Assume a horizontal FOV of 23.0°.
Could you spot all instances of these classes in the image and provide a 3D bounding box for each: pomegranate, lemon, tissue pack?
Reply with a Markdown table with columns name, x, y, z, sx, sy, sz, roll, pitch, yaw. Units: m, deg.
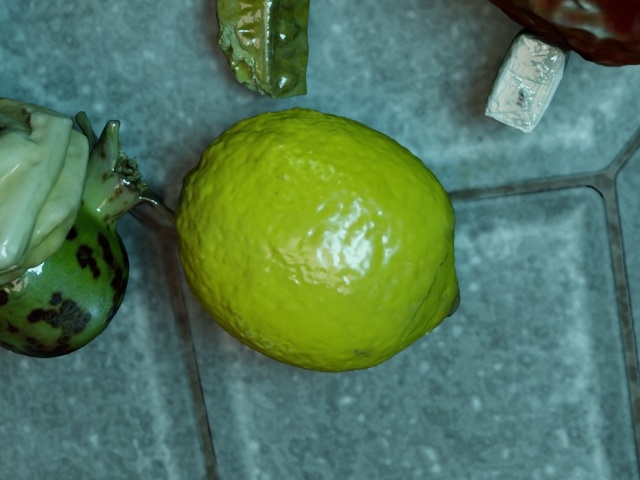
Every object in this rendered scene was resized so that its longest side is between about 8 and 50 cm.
| name | x | y | z | sx | sy | sz | roll | pitch | yaw |
| --- | --- | --- | --- | --- | --- | --- | --- | --- | --- |
| pomegranate | -0.193 | 0.003 | 1.137 | 0.148 | 0.148 | 0.169 | 46 | 71 | -4 |
| lemon | -0.002 | -0.002 | 1.074 | 0.180 | 0.180 | 0.193 | -45 | 74 | 18 |
| tissue pack | 0.141 | -0.111 | 1.061 | 0.042 | 0.083 | 0.062 | 25 | 108 | 4 |

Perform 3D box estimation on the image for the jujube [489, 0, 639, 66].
| name | x | y | z | sx | sy | sz | roll | pitch | yaw |
| --- | --- | --- | --- | --- | --- | --- | --- | --- | --- |
| jujube | 0.180 | -0.214 | 0.947 | 0.212 | 0.232 | 0.213 | 0 | 129 | 0 |

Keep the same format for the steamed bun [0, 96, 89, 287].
| name | x | y | z | sx | sy | sz | roll | pitch | yaw |
| --- | --- | --- | --- | --- | --- | --- | --- | --- | --- |
| steamed bun | -0.331 | -0.092 | 1.088 | 0.428 | 0.247 | 0.189 | 1 | 130 | 38 |

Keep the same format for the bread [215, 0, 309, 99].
| name | x | y | z | sx | sy | sz | roll | pitch | yaw |
| --- | --- | --- | --- | --- | --- | --- | --- | --- | --- |
| bread | -0.040 | -0.156 | 1.097 | 0.066 | 0.060 | 0.110 | -1 | 106 | -5 |
